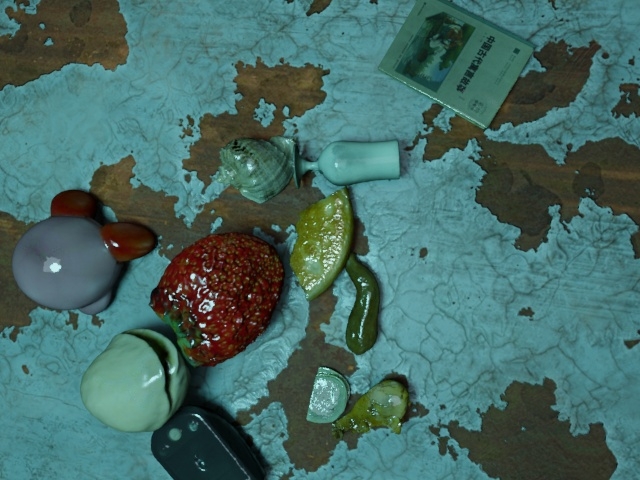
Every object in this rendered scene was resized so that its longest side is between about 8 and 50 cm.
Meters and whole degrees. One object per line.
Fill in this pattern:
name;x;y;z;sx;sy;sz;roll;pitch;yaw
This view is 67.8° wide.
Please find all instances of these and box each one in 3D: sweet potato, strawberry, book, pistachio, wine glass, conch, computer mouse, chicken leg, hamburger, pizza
sweet potato;0.093;0.143;1.070;0.081;0.062;0.233;-2;87;13
strawberry;-0.203;0.118;1.033;0.288;0.250;0.238;-33;78;-18
book;0.297;-0.404;1.057;0.282;0.025;0.215;31;93;9
pistachio;-0.397;0.305;1.043;0.332;0.208;0.226;-21;75;47
wine glass;0.059;-0.171;1.055;0.231;0.103;0.103;-4;89;5
conch;-0.141;-0.171;1.101;0.207;0.130;0.155;-27;120;-14
computer mouse;-0.258;0.495;1.101;0.170;0.100;0.269;-39;89;10
chicken leg;0.115;0.390;1.059;0.207;0.085;0.101;-37;96;15
hamburger;0.022;0.355;1.084;0.084;0.054;0.121;10;84;10
pizza;0.005;0.005;1.078;0.134;0.056;0.271;6;85;19

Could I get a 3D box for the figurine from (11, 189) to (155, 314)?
figurine;-0.578;0.035;1.095;0.269;0.211;0.261;32;94;8
